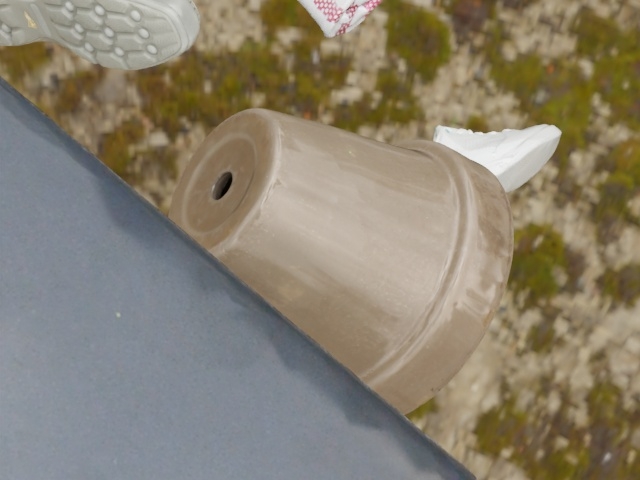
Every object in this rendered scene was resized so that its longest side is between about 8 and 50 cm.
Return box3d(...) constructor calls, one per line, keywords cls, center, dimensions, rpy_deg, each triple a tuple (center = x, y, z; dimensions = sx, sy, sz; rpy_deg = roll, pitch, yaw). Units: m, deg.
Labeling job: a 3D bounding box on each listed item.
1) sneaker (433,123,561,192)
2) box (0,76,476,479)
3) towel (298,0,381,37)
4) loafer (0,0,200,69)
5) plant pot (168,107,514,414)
box3d(cls="sneaker", center=(0.164, -0.092, 1.790), dimensions=(0.212, 0.080, 0.094), rpy_deg=(-26, 63, -33))
box3d(cls="box", center=(-0.281, 0.126, 0.742), dimensions=(0.480, 0.471, 0.297), rpy_deg=(40, 51, -14))
box3d(cls="towel", center=(0.037, -0.175, 0.520), dimensions=(0.197, 0.029, 0.144), rpy_deg=(-39, 66, 10))
box3d(cls="loafer", center=(-0.232, -0.241, 1.656), dimensions=(0.319, 0.112, 0.111), rpy_deg=(15, 50, 38))
box3d(cls="plant pot", center=(0.000, 0.000, 1.469), dimensions=(0.229, 0.263, 0.263), rpy_deg=(30, 57, -34))
